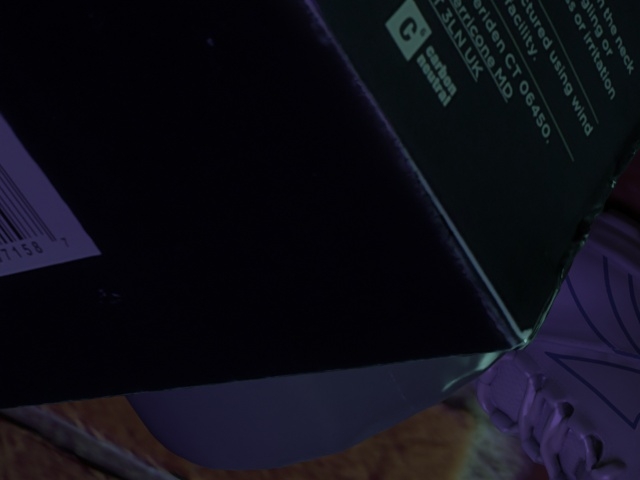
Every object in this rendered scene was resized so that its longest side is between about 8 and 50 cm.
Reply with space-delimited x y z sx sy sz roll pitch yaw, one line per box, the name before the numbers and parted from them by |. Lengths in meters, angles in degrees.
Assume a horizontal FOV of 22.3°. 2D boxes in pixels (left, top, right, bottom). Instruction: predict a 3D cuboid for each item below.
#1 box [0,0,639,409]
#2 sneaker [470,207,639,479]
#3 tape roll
box | -0.039 -0.113 0.557 0.343 0.312 0.179 -12 120 44
sneaker | 0.143 0.077 0.754 0.297 0.129 0.111 27 143 16
tape roll | 0.000 0.000 0.716 0.219 0.219 0.072 -4 127 41
